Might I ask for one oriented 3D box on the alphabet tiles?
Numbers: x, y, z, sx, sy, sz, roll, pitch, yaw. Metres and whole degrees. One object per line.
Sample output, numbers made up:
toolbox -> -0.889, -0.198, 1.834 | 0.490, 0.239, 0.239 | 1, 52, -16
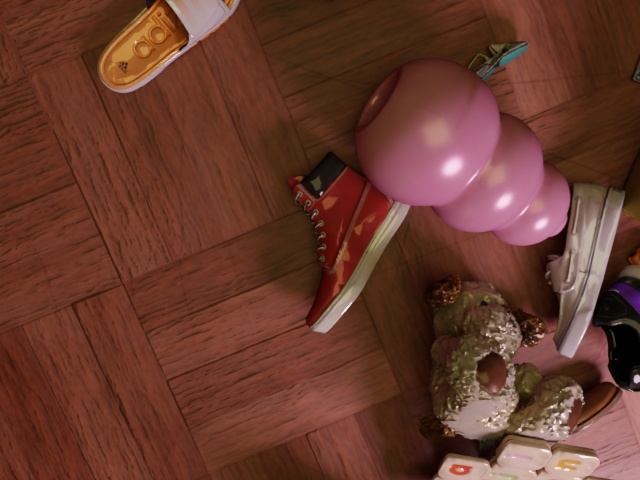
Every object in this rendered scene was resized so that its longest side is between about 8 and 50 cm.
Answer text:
alphabet tiles -> 0.298, 0.385, 1.044 | 0.278, 0.021, 0.284 | 9, 132, -5

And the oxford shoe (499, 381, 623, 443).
oxford shoe -> 0.374, 0.267, 1.092 | 0.212, 0.076, 0.076 | -25, 85, -2

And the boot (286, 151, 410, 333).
boot -> 0.000, 0.000, 1.027 | 0.176, 0.088, 0.244 | 30, 86, -6

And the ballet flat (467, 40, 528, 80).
ballet flat -> 0.257, -0.271, 1.036 | 0.114, 0.041, 0.041 | -38, 98, 0

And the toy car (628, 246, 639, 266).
toy car -> 0.537, 0.058, 1.092 | 0.060, 0.040, 0.122 | -27, 97, -1

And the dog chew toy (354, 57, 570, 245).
dog chew toy -> 0.213, -0.106, 0.978 | 0.332, 0.206, 0.206 | 32, 94, -15

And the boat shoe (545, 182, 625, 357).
boat shoe -> 0.388, 0.043, 1.058 | 0.088, 0.096, 0.267 | 16, 102, 22

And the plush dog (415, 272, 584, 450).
plush dog -> 0.233, 0.167, 1.016 | 0.262, 0.210, 0.225 | 28, 53, -30

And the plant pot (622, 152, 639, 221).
plant pot -> 0.572, -0.065, 1.006 | 0.212, 0.212, 0.187 | 35, 105, -7

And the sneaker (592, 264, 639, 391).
sneaker -> 0.515, 0.193, 1.055 | 0.146, 0.102, 0.293 | -40, 93, -22

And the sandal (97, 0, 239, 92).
sandal -> -0.212, -0.311, 0.977 | 0.102, 0.076, 0.265 | 44, 92, -8

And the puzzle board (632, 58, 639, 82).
puzzle board -> 0.556, -0.273, 1.070 | 0.128, 0.011, 0.096 | 18, 96, -5
